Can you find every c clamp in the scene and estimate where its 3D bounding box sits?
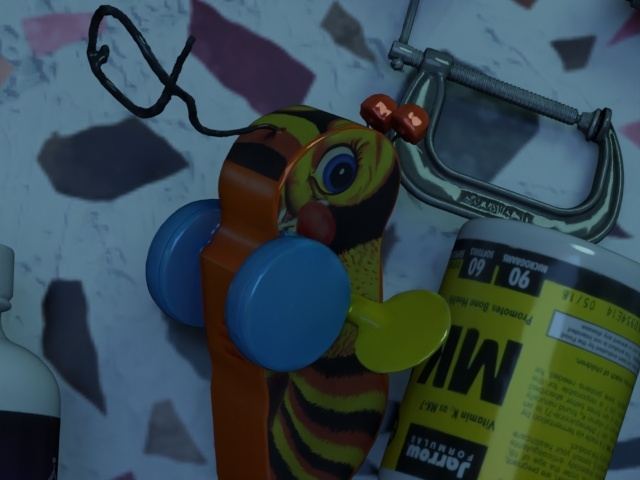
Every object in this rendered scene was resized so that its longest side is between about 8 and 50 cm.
[{"bbox_3d":[0.106,-0.068,1.101,0.161,0.022,0.137,25,63,-3],"label":"c clamp"}]

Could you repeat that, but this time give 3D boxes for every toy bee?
[{"bbox_3d":[0.000,0.000,1.016,0.162,0.298,0.195,-29,54,-27],"label":"toy bee"}]

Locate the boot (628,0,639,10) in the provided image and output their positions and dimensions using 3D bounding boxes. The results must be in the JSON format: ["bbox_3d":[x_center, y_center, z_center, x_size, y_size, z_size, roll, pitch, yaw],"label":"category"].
[{"bbox_3d":[0.252,-0.083,1.086,0.223,0.118,0.338,37,72,7],"label":"boot"}]

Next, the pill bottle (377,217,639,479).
[{"bbox_3d":[0.100,0.102,1.043,0.119,0.119,0.208,18,82,2],"label":"pill bottle"}]

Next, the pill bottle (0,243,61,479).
[{"bbox_3d":[-0.229,0.161,1.000,0.182,0.181,0.323,2,83,-1],"label":"pill bottle"}]
